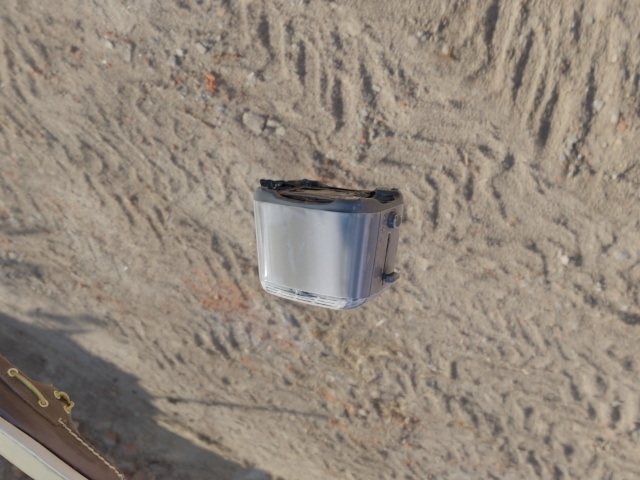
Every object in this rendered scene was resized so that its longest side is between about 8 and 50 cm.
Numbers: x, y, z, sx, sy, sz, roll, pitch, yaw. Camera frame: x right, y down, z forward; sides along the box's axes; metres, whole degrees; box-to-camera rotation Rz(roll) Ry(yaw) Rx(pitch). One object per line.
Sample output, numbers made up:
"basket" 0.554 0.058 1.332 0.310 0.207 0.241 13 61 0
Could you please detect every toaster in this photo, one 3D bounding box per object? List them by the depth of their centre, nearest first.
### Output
"toaster" 0.000 0.000 0.788 0.227 0.129 0.146 9 106 31

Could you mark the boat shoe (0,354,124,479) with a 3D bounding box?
"boat shoe" -0.375 0.216 0.746 0.324 0.096 0.116 33 136 0
